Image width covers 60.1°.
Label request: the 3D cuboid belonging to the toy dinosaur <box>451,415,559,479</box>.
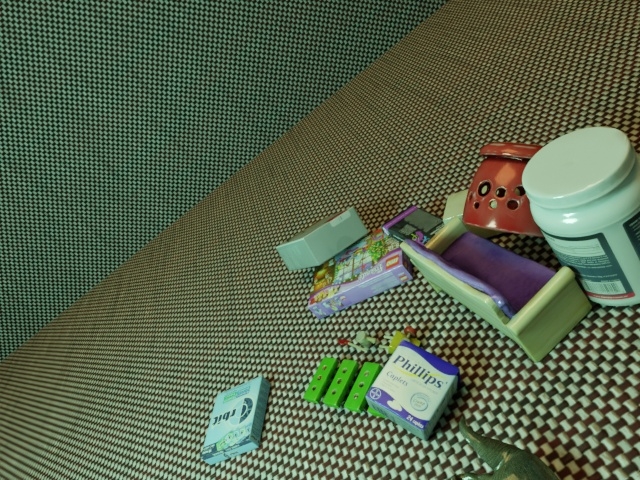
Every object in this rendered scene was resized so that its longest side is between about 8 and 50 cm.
[{"bbox_3d":[0.289,0.380,0.786,0.160,0.121,0.313,-24,25,6],"label":"toy dinosaur"}]

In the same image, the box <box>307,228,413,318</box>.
[{"bbox_3d":[0.107,0.075,1.487,0.293,0.057,0.200,-27,30,25],"label":"box"}]

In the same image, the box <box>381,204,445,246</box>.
[{"bbox_3d":[0.251,-0.028,1.410,0.116,0.029,0.162,-32,39,-22],"label":"box"}]

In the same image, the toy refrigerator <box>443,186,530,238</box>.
[{"bbox_3d":[0.429,-0.081,1.272,0.270,0.094,0.102,-18,31,34],"label":"toy refrigerator"}]

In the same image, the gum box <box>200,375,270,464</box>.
[{"bbox_3d":[-0.207,0.442,1.371,0.157,0.041,0.184,-28,29,23],"label":"gum box"}]

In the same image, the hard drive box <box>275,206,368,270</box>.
[{"bbox_3d":[0.000,0.000,1.589,0.181,0.089,0.232,-33,7,-24],"label":"hard drive box"}]

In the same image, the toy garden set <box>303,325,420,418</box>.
[{"bbox_3d":[0.100,0.282,1.212,0.244,0.049,0.203,-7,45,49],"label":"toy garden set"}]

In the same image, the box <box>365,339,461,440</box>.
[{"bbox_3d":[0.176,0.278,1.040,0.126,0.072,0.137,25,65,30],"label":"box"}]

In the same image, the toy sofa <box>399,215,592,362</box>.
[{"bbox_3d":[0.327,0.063,1.099,0.150,0.177,0.362,-43,27,-3],"label":"toy sofa"}]

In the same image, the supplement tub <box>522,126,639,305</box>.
[{"bbox_3d":[0.480,-0.036,0.942,0.191,0.272,0.191,-30,29,19],"label":"supplement tub"}]

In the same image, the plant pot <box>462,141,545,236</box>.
[{"bbox_3d":[0.390,-0.102,1.100,0.191,0.191,0.174,22,108,60],"label":"plant pot"}]
